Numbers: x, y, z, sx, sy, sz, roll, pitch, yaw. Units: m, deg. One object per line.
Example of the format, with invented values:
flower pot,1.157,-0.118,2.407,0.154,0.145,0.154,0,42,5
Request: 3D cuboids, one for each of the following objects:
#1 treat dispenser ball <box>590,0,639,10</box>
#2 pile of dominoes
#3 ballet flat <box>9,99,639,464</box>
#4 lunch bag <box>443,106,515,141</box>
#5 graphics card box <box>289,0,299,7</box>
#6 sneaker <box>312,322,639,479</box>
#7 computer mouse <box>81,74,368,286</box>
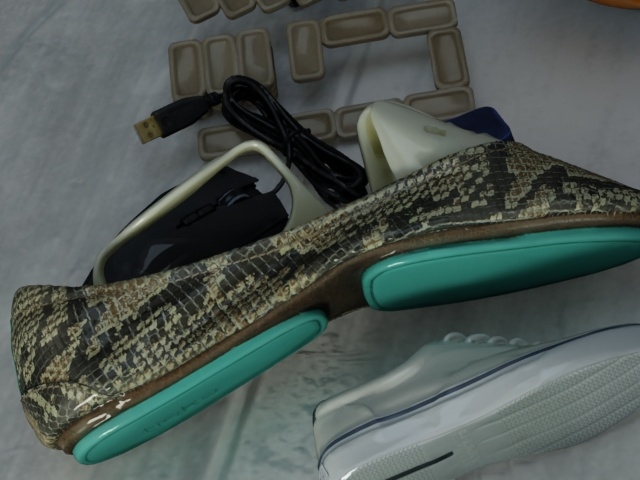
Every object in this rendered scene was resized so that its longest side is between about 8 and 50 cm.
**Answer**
treat dispenser ball,0.268,-0.331,1.547,0.288,0.288,0.288,-8,46,8
pile of dominoes,-0.004,-0.162,1.625,0.251,0.040,0.196,-8,64,3
ballet flat,0.000,0.000,1.373,0.483,0.164,0.182,-21,74,-2
lunch bag,0.114,-0.055,1.483,0.098,0.065,0.067,-19,29,-2
graphics card box,-0.082,-0.409,1.661,0.094,0.371,0.233,-30,46,-13
sneaker,0.113,0.100,1.311,0.258,0.094,0.091,-19,50,-2
computer mouse,-0.107,-0.037,1.503,0.262,0.060,0.184,-35,61,-19
